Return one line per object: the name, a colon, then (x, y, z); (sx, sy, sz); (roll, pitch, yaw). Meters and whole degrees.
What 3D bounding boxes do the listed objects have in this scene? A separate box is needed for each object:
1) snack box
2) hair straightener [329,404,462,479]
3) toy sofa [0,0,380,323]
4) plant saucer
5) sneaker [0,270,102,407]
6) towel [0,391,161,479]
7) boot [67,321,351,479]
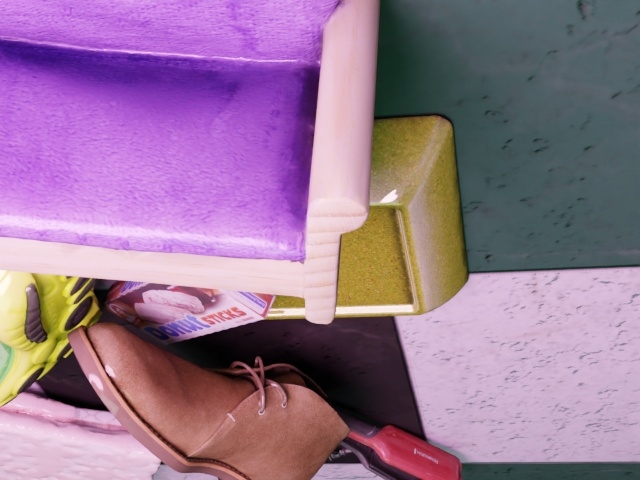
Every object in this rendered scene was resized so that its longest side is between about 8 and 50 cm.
snack box: (-0.100, 0.042, 0.703); (0.064, 0.022, 0.178); (34, 155, -20)
hair straightener: (0.024, 0.201, 0.943); (0.230, 0.047, 0.089); (25, 140, -26)
toy sofa: (-0.155, -0.075, 0.483); (0.363, 0.150, 0.177); (5, 146, 0)
plant saucer: (0.000, 0.000, 0.660); (0.188, 0.045, 0.188); (-2, 144, 11)
sneaker: (-0.230, 0.033, 0.711); (0.123, 0.109, 0.295); (45, 150, 5)
towel: (-0.339, 0.230, 1.030); (0.317, 0.053, 0.332); (14, 145, -14)
boot: (-0.077, 0.121, 0.770); (0.115, 0.112, 0.305); (-38, 142, 4)
